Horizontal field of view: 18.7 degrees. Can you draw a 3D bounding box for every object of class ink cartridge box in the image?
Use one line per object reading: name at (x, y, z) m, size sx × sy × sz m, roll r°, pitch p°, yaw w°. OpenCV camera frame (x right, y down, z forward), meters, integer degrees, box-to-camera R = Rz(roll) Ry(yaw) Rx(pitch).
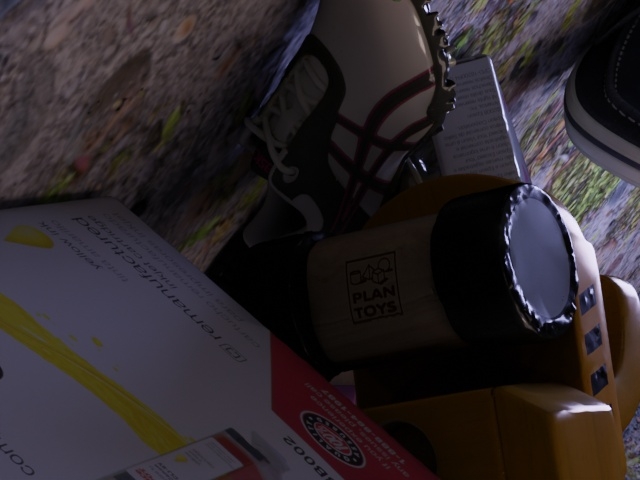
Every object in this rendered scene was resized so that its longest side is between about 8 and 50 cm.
ink cartridge box at (-0.142, 0.129, 0.957) m, size 0.160 × 0.279 × 0.384 m, roll -55°, pitch 163°, yaw 19°
ink cartridge box at (0.161, 0.055, 1.562) m, size 0.071 × 0.330 × 0.324 m, roll -15°, pitch 165°, yaw 6°

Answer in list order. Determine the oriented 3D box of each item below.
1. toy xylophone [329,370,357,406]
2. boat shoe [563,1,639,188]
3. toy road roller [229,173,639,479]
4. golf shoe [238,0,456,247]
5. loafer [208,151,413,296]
toy xylophone at (0.027, 0.140, 1.588) m, size 0.323 × 0.236 × 0.081 m, roll 50°, pitch 39°, yaw -67°
boat shoe at (0.371, -0.194, 1.789) m, size 0.500 × 0.186 × 0.156 m, roll -40°, pitch 156°, yaw -47°
toy road roller at (0.104, 0.122, 1.197) m, size 0.202 × 0.330 × 0.240 m, roll -13°, pitch 169°, yaw 33°
golf shoe at (0.014, -0.081, 1.224) m, size 0.120 × 0.105 × 0.273 m, roll -19°, pitch 140°, yaw -18°
loafer at (0.000, 0.000, 1.396) m, size 0.220 × 0.080 × 0.078 m, roll -50°, pitch 163°, yaw 0°
